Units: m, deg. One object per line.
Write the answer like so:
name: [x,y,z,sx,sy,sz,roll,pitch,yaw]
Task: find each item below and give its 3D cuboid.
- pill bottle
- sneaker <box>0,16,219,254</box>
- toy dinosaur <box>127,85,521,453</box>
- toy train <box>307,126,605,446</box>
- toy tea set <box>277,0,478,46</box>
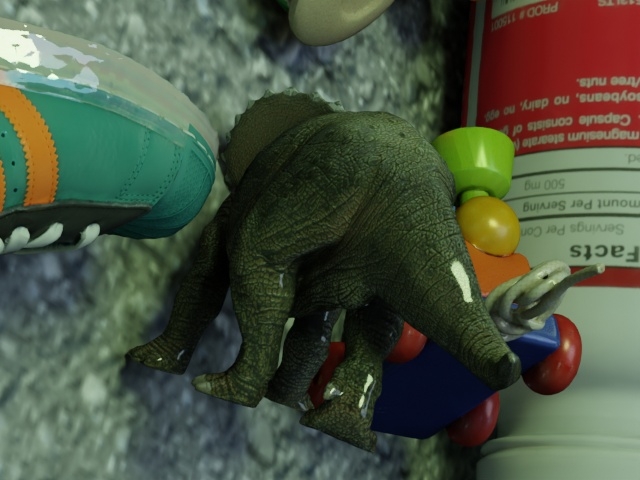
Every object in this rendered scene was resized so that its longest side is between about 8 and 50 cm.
pill bottle: [0.195,-0.017,0.994,0.229,0.229,0.407,26,66,-53]
sneaker: [-0.159,-0.023,0.576,0.302,0.108,0.121,17,73,-47]
toy dinosaur: [0.000,0.000,0.727,0.121,0.313,0.160,18,87,-14]
toy train: [0.082,0.002,0.832,0.105,0.248,0.143,13,61,-19]
toy tea set: [0.019,-0.223,0.835,0.200,0.124,0.336,-37,157,-11]
